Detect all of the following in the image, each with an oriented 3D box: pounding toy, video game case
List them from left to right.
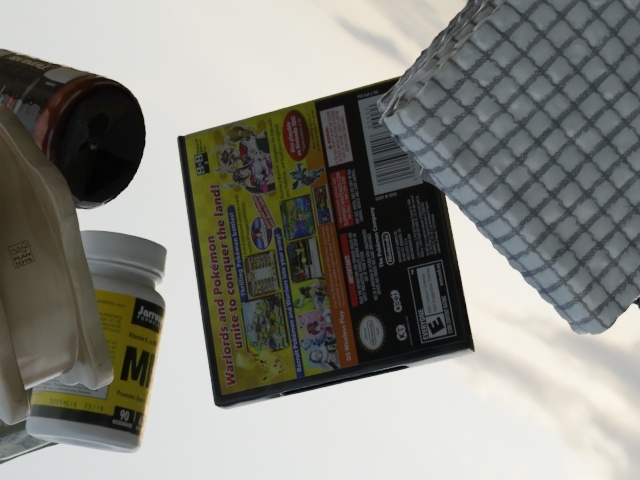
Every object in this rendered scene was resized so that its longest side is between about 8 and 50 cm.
[{"bbox_3d":[-0.253,0.006,1.060,0.155,0.270,0.154,-22,-153,-25],"label":"pounding toy"},{"bbox_3d":[0.000,0.000,1.490,0.035,0.248,0.275,39,-140,-67],"label":"video game case"}]

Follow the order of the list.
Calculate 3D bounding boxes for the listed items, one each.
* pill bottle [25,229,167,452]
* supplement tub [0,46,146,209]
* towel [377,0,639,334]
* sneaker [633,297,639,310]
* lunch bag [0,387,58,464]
[{"bbox_3d":[-0.220,0.101,1.588,0.119,0.208,0.119,8,168,2],"label":"pill bottle"},{"bbox_3d":[-0.238,-0.096,1.248,0.198,0.106,0.106,19,-179,37],"label":"supplement tub"},{"bbox_3d":[0.202,-0.106,1.085,0.235,0.284,0.121,43,-178,-17],"label":"towel"},{"bbox_3d":[0.424,0.072,1.756,0.350,0.148,0.131,4,162,-3],"label":"sneaker"},{"bbox_3d":[-0.436,0.164,1.982,0.169,0.287,0.235,69,-177,-73],"label":"lunch bag"}]
